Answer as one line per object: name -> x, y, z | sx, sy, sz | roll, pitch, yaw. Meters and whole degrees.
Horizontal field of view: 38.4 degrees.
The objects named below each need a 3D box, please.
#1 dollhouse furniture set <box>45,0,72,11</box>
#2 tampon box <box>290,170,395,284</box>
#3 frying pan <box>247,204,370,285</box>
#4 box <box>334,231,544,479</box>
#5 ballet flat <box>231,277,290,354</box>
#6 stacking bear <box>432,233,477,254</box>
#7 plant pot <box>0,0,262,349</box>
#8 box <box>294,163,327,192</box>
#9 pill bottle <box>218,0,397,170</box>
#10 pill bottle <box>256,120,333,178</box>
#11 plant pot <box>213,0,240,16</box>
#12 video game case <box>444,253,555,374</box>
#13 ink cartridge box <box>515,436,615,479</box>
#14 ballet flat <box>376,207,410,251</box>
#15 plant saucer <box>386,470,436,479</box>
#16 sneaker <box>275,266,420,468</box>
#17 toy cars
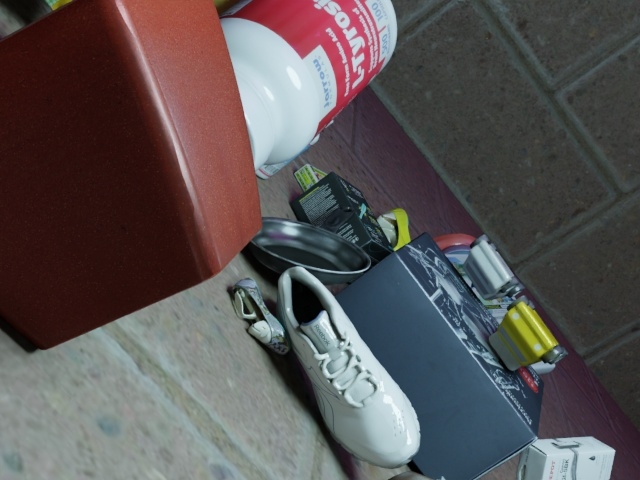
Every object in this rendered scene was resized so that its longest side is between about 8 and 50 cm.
dollhouse furniture set -> -0.302, -0.343, 1.079 | 0.197, 0.151, 0.301 | 53, 34, -20
tampon box -> 0.042, -0.020, 1.652 | 0.120, 0.101, 0.161 | 30, 28, -57
frying pan -> -0.028, -0.006, 1.422 | 0.197, 0.053, 0.326 | 14, 17, -10
box -> 0.184, 0.184, 1.479 | 0.343, 0.179, 0.312 | 52, 17, 4
ballet flat -> -0.082, 0.101, 1.183 | 0.114, 0.041, 0.041 | 59, 16, 17
stacking bear -> 0.318, 0.126, 2.066 | 0.175, 0.164, 0.289 | 46, 22, -27
plant pot -> -0.196, -0.061, 0.823 | 0.235, 0.267, 0.267 | 64, 14, -10
box -> 0.029, -0.079, 1.859 | 0.114, 0.036, 0.207 | 60, 17, 20
pill bottle -> -0.065, -0.258, 1.388 | 0.229, 0.229, 0.407 | 51, 46, -12
pill bottle -> -0.060, -0.184, 1.593 | 0.087, 0.160, 0.087 | 49, 17, -20
plant pot -> -0.238, -0.403, 1.491 | 0.212, 0.187, 0.212 | 45, 19, -31
video game case -> 0.288, 0.151, 1.866 | 0.329, 0.036, 0.299 | 0, 50, -35
ink cartridge box -> 0.364, 0.352, 1.377 | 0.135, 0.099, 0.056 | 3, 10, -27
ballet flat -> 0.158, -0.016, 2.044 | 0.077, 0.077, 0.231 | 28, 27, -22
plant saucer -> 0.175, 0.340, 1.188 | 0.199, 0.036, 0.198 | 21, -12, 5
sneaker -> 0.020, 0.159, 1.169 | 0.297, 0.111, 0.129 | 53, -7, 25
toy cars -> 0.296, 0.106, 1.490 | 0.176, 0.087, 0.393 | 50, 11, -24
